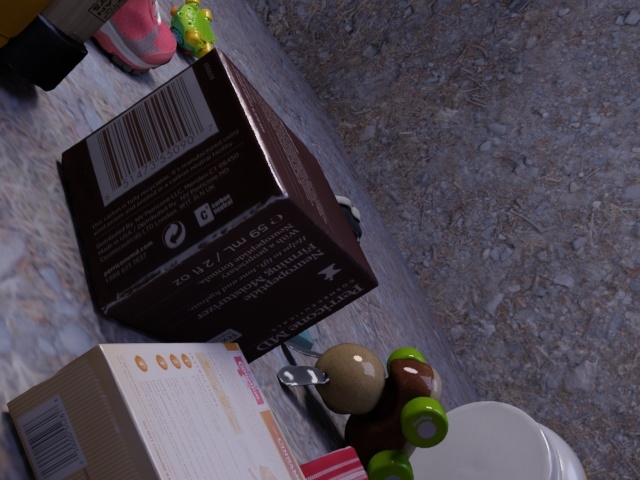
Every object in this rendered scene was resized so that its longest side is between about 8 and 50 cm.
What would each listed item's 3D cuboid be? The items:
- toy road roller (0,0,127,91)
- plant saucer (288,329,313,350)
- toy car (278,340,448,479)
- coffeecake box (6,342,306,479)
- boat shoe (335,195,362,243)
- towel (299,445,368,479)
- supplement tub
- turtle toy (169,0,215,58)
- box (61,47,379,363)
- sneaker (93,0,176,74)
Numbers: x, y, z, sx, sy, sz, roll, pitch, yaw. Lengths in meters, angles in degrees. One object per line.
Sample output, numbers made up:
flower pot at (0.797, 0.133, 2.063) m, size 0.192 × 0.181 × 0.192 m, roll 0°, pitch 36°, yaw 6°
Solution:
toy road roller at (-0.255, -0.271, 0.502) m, size 0.240 × 0.202 × 0.329 m, roll 46°, pitch 5°, yaw 2°
plant saucer at (-0.060, 0.084, 0.868) m, size 0.192 × 0.018 × 0.067 m, roll 42°, pitch 19°, yaw -56°
toy car at (0.033, 0.181, 0.834) m, size 0.188 × 0.149 × 0.155 m, roll 27°, pitch 14°, yaw -9°
coffeecake box at (-0.081, 0.140, 0.440) m, size 0.142 × 0.068 × 0.185 m, roll 61°, pitch 10°, yaw 15°
boat shoe at (-0.004, 0.001, 1.120) m, size 0.340 × 0.127 × 0.113 m, roll 20°, pitch 62°, yaw -78°
towel at (0.051, 0.320, 0.616) m, size 0.275 × 0.031 × 0.199 m, roll 64°, pitch 11°, yaw 17°
supplement tub at (0.269, 0.382, 0.962) m, size 0.316 × 0.228 × 0.228 m, roll 51°, pitch 12°, yaw -34°
turtle toy at (-0.229, -0.370, 1.276) m, size 0.130 × 0.066 × 0.095 m, roll 41°, pitch 43°, yaw -68°
box at (-0.082, -0.016, 0.622) m, size 0.203 × 0.168 × 0.167 m, roll 42°, pitch 19°, yaw -57°
sneaker at (-0.234, -0.304, 0.846) m, size 0.116 × 0.136 × 0.314 m, roll 62°, pitch 10°, yaw 17°
